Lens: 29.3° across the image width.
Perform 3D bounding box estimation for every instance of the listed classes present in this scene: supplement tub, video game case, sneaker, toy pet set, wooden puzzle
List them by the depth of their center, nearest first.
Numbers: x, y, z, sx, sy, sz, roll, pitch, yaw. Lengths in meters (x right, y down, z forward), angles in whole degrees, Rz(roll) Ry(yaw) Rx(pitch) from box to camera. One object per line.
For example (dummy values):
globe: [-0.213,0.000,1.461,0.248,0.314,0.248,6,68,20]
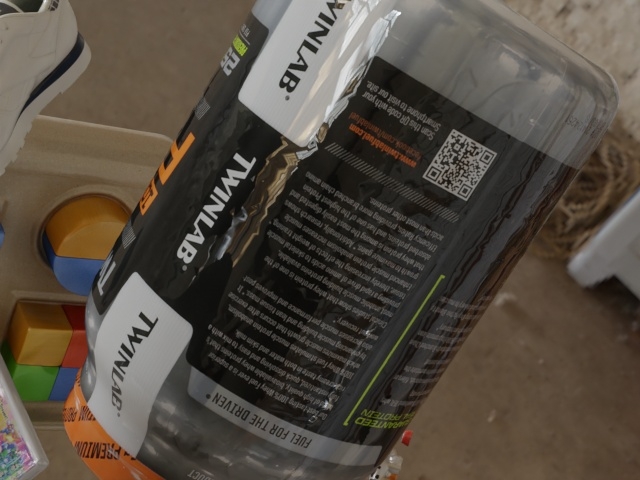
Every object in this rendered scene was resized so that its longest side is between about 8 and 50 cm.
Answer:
supplement tub: [0.000,0.000,0.668,0.193,0.316,0.193,31,12,-7]
sneaker: [-0.273,-0.127,0.981,0.090,0.095,0.235,10,50,17]
video game case: [-0.328,0.182,1.108,0.157,0.143,0.019,56,10,32]
toy pet set: [0.042,0.228,1.190,0.065,0.114,0.122,19,-9,7]
wooden puzzle: [-0.314,0.047,1.199,0.322,0.348,0.080,7,25,-33]
